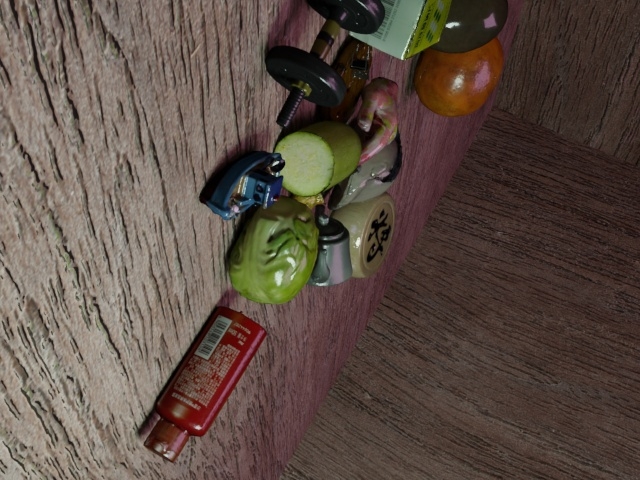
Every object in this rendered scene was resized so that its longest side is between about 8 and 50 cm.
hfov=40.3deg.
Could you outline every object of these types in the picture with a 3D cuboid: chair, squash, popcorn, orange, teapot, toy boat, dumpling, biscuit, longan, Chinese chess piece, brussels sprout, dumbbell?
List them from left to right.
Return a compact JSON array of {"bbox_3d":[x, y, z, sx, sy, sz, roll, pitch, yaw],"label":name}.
[{"bbox_3d":[-0.120,-0.087,1.499,0.223,0.097,0.100,-45,154,-56],"label":"toy boat"},{"bbox_3d":[-0.082,0.025,1.706,0.223,0.161,0.223,-53,168,-17],"label":"brussels sprout"},{"bbox_3d":[-0.022,-0.090,1.904,0.084,0.084,0.084,-58,165,-25],"label":"popcorn"},{"bbox_3d":[0.000,0.000,2.052,0.239,0.162,0.149,-91,-175,-61],"label":"teapot"},{"bbox_3d":[0.007,-0.174,1.759,0.247,0.132,0.132,-37,150,-65],"label":"squash"},{"bbox_3d":[0.008,-0.330,1.440,0.325,0.143,0.143,-63,167,-9],"label":"dumbbell"},{"bbox_3d":[0.054,-0.331,1.844,0.212,0.036,0.212,-58,166,-23],"label":"biscuit"},{"bbox_3d":[0.080,-0.350,1.756,0.086,0.037,0.042,91,16,-47],"label":"chair"},{"bbox_3d":[0.113,-0.024,2.384,0.257,0.104,0.257,-42,140,-49],"label":"Chinese chess piece"},{"bbox_3d":[0.113,-0.173,2.110,0.293,0.163,0.204,-68,168,-45],"label":"dumpling"},{"bbox_3d":[0.340,-0.570,2.141,0.246,0.246,0.215,-38,136,-62],"label":"longan"},{"bbox_3d":[0.391,-0.484,2.460,0.284,0.226,0.284,-61,173,-13],"label":"orange"}]

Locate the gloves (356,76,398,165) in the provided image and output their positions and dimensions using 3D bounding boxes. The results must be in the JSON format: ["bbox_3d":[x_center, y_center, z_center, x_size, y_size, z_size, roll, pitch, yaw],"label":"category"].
[{"bbox_3d":[0.115,-0.252,1.950,0.145,0.126,0.241,-39,-147,53],"label":"gloves"}]

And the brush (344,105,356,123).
[{"bbox_3d":[0.039,-0.263,1.961,0.164,0.014,0.051,-52,166,-41],"label":"brush"}]

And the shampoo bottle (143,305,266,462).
[{"bbox_3d":[-0.229,0.279,1.702,0.314,0.118,0.076,-59,170,-23],"label":"shampoo bottle"}]

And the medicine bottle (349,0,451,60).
[{"bbox_3d":[0.176,-0.484,1.822,0.250,0.141,0.137,-42,158,-58],"label":"medicine bottle"}]
